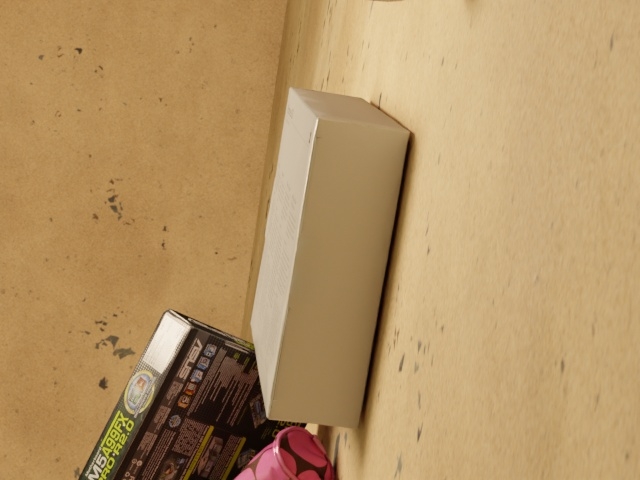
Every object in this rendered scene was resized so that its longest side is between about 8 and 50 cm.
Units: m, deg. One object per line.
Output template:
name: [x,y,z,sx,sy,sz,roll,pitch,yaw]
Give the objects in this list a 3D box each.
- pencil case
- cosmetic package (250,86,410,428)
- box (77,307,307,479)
pencil case: [-0.069,0.276,1.524,0.209,0.095,0.098,-44,-10,33]
cosmetic package: [0.000,0.000,1.504,0.377,0.097,0.284,-115,32,-78]
box: [-0.139,0.235,1.622,0.060,0.216,0.270,28,92,49]
